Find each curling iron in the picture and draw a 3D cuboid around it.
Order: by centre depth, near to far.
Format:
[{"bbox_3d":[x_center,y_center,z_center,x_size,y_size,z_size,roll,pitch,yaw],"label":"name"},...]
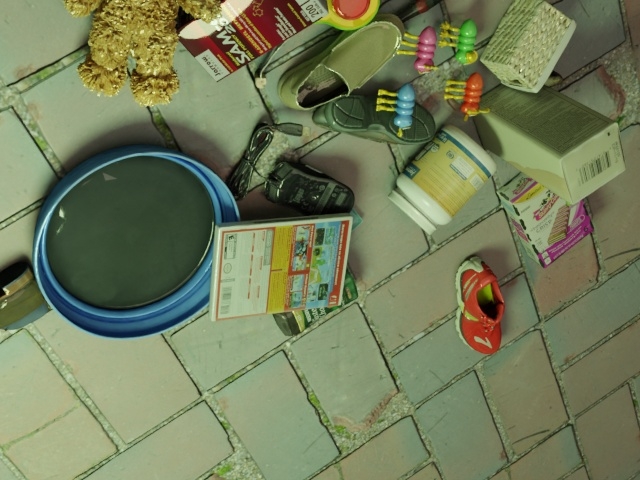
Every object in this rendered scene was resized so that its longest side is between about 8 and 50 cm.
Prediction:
[{"bbox_3d":[0.200,-0.447,1.927,0.274,0.035,0.068,-40,144,-6],"label":"curling iron"}]

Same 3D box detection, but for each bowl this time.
[{"bbox_3d":[-0.342,0.002,1.861,0.391,0.077,0.391,-13,122,-21],"label":"bowl"}]

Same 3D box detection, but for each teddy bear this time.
[{"bbox_3d":[-0.294,-0.381,1.618,0.245,0.113,0.338,31,109,-3],"label":"teddy bear"}]

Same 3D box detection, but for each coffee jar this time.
[{"bbox_3d":[-0.016,0.123,2.102,0.184,0.079,0.096,-30,138,-10],"label":"coffee jar"}]

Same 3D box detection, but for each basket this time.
[{"bbox_3d":[0.416,-0.399,2.012,0.103,0.113,0.167,30,91,-31],"label":"basket"}]

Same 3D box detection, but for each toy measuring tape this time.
[{"bbox_3d":[0.013,-0.391,1.810,0.121,0.121,0.330,26,110,-36],"label":"toy measuring tape"}]

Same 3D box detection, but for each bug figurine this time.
[{"bbox_3d":[0.238,-0.322,1.957,0.279,0.072,0.216,-16,119,-36],"label":"bug figurine"}]

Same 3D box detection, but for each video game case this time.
[{"bbox_3d":[-0.078,0.051,1.964,0.285,0.025,0.204,-5,117,-26],"label":"video game case"}]

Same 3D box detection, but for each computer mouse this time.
[{"bbox_3d":[-0.042,-0.142,1.956,0.262,0.060,0.184,14,114,-21],"label":"computer mouse"}]

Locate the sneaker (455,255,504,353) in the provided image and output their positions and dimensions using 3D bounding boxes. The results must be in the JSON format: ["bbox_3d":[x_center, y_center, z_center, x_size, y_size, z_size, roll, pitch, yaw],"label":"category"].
[{"bbox_3d":[0.380,0.172,2.322,0.107,0.118,0.279,-26,126,-12],"label":"sneaker"}]

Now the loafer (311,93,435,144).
[{"bbox_3d":[0.106,-0.241,1.978,0.267,0.084,0.096,5,83,-35],"label":"loafer"}]

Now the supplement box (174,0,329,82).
[{"bbox_3d":[-0.121,-0.389,1.706,0.239,0.073,0.130,-28,131,19],"label":"supplement box"}]

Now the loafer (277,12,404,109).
[{"bbox_3d":[0.046,-0.319,1.849,0.268,0.092,0.102,-34,124,8],"label":"loafer"}]

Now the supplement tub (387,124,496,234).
[{"bbox_3d":[0.250,-0.125,2.066,0.200,0.144,0.144,-48,128,3],"label":"supplement tub"}]

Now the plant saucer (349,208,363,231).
[{"bbox_3d":[0.000,0.000,2.083,0.192,0.018,0.067,-41,128,0],"label":"plant saucer"}]

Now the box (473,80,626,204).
[{"bbox_3d":[0.456,-0.214,2.021,0.148,0.311,0.121,-32,127,-8],"label":"box"}]

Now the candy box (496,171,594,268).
[{"bbox_3d":[0.521,-0.068,2.292,0.159,0.071,0.233,-38,127,-4],"label":"candy box"}]

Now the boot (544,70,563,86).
[{"bbox_3d":[0.479,-0.351,2.080,0.106,0.114,0.037,-9,120,-25],"label":"boot"}]

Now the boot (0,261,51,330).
[{"bbox_3d":[-0.596,0.141,1.800,0.219,0.082,0.106,-34,125,-10],"label":"boot"}]
